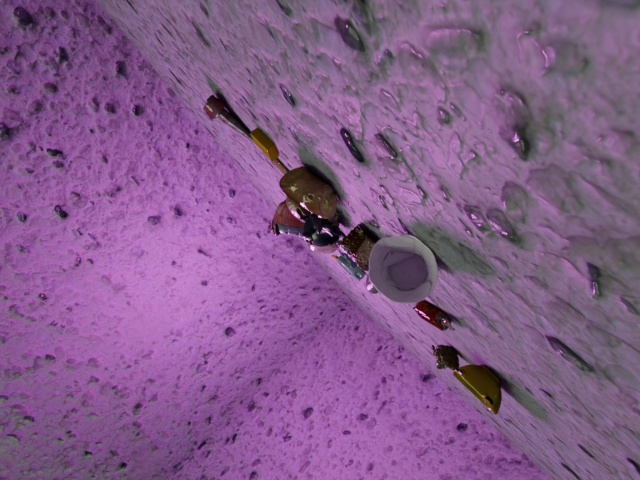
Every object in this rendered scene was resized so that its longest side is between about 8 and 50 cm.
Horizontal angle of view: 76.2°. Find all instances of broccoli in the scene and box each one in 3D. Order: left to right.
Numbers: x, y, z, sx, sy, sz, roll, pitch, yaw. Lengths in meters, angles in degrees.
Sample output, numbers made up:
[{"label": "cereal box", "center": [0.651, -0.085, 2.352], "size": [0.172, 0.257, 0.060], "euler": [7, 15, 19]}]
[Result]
[{"label": "broccoli", "center": [0.581, 0.548, 1.901], "size": [0.132, 0.120, 0.130], "euler": [16, -154, -17]}]

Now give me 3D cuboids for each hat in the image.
[{"label": "hat", "center": [0.243, 0.084, 1.180], "size": [0.203, 0.203, 0.126], "euler": [45, -172, 19]}]

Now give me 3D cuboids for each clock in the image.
[{"label": "clock", "center": [0.160, 0.134, 2.350], "size": [0.211, 0.066, 0.159], "euler": [53, 170, -36]}]

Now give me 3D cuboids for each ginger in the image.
[{"label": "ginger", "center": [-0.037, -0.173, 1.525], "size": [0.221, 0.130, 0.276], "euler": [40, -179, -19]}]

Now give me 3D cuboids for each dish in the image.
[{"label": "dish", "center": [0.651, 0.573, 1.649], "size": [0.221, 0.108, 0.262], "euler": [43, 174, 35]}]

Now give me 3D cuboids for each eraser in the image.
[{"label": "eraser", "center": [-0.237, -0.409, 1.739], "size": [0.122, 0.045, 0.097], "euler": [46, 173, 19]}]

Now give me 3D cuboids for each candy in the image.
[{"label": "candy", "center": [0.431, 0.288, 1.574], "size": [0.086, 0.059, 0.292], "euler": [46, 175, -16]}]

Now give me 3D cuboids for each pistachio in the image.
[{"label": "pistachio", "center": [-0.070, -0.154, 1.875], "size": [0.223, 0.126, 0.152], "euler": [47, -151, -41]}]

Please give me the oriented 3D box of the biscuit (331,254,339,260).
[{"label": "biscuit", "center": [0.164, 0.166, 2.680], "size": [0.048, 0.026, 0.292], "euler": [27, -172, -40]}]

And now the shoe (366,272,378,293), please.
[{"label": "shoe", "center": [0.260, 0.201, 1.964], "size": [0.103, 0.100, 0.251], "euler": [46, 176, 14]}]

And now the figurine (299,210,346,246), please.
[{"label": "figurine", "center": [0.008, -0.065, 1.747], "size": [0.265, 0.197, 0.175], "euler": [55, -154, -66]}]

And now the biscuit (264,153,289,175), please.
[{"label": "biscuit", "center": [-0.191, -0.349, 1.920], "size": [0.231, 0.016, 0.139], "euler": [47, 174, -1]}]

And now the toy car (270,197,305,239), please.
[{"label": "toy car", "center": [-0.168, -0.130, 2.291], "size": [0.181, 0.212, 0.270], "euler": [8, -172, -17]}]

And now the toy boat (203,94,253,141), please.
[{"label": "toy boat", "center": [-0.412, -0.556, 1.916], "size": [0.282, 0.096, 0.206], "euler": [36, -177, -17]}]

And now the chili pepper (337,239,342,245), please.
[{"label": "chili pepper", "center": [0.136, 0.037, 2.034], "size": [0.153, 0.041, 0.050], "euler": [33, -160, -23]}]

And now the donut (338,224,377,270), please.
[{"label": "donut", "center": [0.163, 0.032, 1.516], "size": [0.186, 0.126, 0.144], "euler": [46, 180, 11]}]

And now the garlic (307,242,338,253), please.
[{"label": "garlic", "center": [0.000, 0.000, 2.261], "size": [0.178, 0.143, 0.229], "euler": [43, 164, 44]}]
